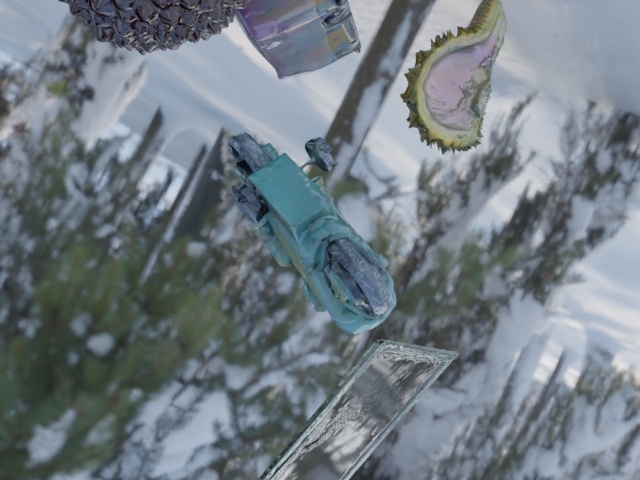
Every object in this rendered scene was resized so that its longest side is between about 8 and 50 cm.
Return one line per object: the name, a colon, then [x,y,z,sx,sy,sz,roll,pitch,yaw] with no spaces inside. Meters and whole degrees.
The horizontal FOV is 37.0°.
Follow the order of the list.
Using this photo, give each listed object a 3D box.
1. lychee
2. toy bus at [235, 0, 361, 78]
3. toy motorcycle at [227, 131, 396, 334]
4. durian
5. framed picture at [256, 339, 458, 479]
lychee: [-0.197,-0.376,1.135,0.306,0.330,0.306,-4,156,-2]
toy bus: [-0.046,-0.362,1.467,0.386,0.162,0.171,6,-119,-83]
toy motorcycle: [-0.001,-0.001,1.012,0.296,0.109,0.198,49,169,37]
durian: [0.177,-0.228,1.265,0.140,0.224,0.078,23,-178,-22]
framed picture: [0.035,0.224,1.152,0.016,0.273,0.216,46,-166,29]
